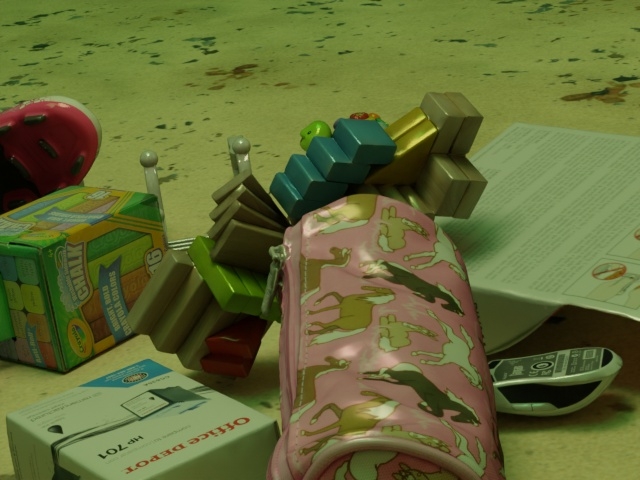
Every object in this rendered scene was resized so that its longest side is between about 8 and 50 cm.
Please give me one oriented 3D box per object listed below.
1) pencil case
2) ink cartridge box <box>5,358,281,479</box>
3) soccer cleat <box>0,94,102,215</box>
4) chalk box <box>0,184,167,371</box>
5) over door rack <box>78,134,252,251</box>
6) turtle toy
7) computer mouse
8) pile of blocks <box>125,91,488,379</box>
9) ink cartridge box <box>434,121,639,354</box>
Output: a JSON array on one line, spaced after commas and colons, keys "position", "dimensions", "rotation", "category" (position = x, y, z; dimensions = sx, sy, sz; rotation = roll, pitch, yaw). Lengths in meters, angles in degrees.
[{"position": [0.041, 0.111, 1.124], "dimensions": [0.167, 0.160, 0.386], "rotation": [-12, 27, 5], "category": "pencil case"}, {"position": [-0.134, 0.170, 1.202], "dimensions": [0.140, 0.082, 0.191], "rotation": [-21, 21, -33], "category": "ink cartridge box"}, {"position": [-0.347, -0.077, 1.731], "dimensions": [0.331, 0.116, 0.143], "rotation": [-37, 17, 34], "category": "soccer cleat"}, {"position": [-0.266, 0.042, 1.544], "dimensions": [0.132, 0.132, 0.213], "rotation": [7, 25, 37], "category": "chalk box"}, {"position": [-0.199, -0.067, 1.866], "dimensions": [0.240, 0.108, 0.324], "rotation": [-8, 19, -4], "category": "over door rack"}, {"position": [0.038, -0.129, 2.006], "dimensions": [0.130, 0.066, 0.095], "rotation": [-10, 19, -6], "category": "turtle toy"}, {"position": [0.153, 0.126, 1.279], "dimensions": [0.193, 0.042, 0.106], "rotation": [-8, 14, 17], "category": "computer mouse"}, {"position": [0.000, 0.000, 1.368], "dimensions": [0.362, 0.149, 0.112], "rotation": [-39, 48, 2], "category": "pile of blocks"}, {"position": [0.258, 0.009, 1.443], "dimensions": [0.385, 0.091, 0.308], "rotation": [13, 36, 40], "category": "ink cartridge box"}]
